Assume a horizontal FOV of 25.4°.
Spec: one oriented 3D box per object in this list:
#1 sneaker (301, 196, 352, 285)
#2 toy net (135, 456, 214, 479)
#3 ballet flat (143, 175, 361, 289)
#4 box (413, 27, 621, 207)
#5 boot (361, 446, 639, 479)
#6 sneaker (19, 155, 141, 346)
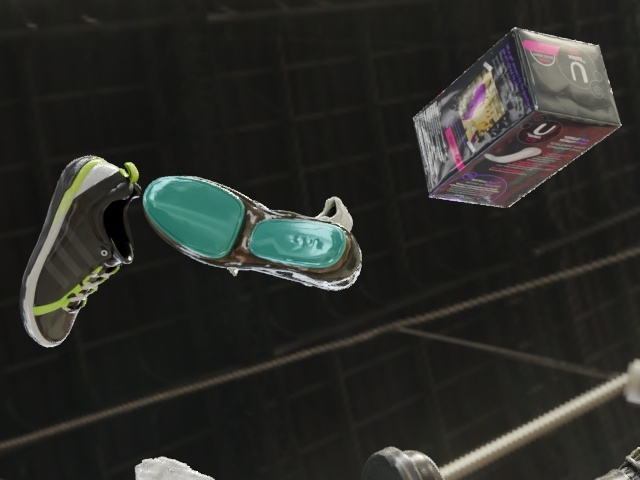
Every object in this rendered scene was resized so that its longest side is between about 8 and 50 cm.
[{"bbox_3d":[0.000,0.000,2.110,0.061,0.053,0.152,69,-145,-47],"label":"sneaker"},{"bbox_3d":[-0.100,0.289,1.194,0.122,0.232,0.045,-28,-28,-26],"label":"toy net"},{"bbox_3d":[-0.078,0.003,1.644,0.095,0.280,0.096,-64,-26,-15],"label":"ballet flat"},{"bbox_3d":[0.283,-0.175,2.092,0.165,0.270,0.143,6,-118,-32],"label":"box"},{"bbox_3d":[0.161,0.184,0.927,0.229,0.091,0.263,-32,-58,-13],"label":"boot"},{"bbox_3d":[-0.261,0.020,1.576,0.084,0.097,0.235,-16,-54,-65],"label":"sneaker"}]
